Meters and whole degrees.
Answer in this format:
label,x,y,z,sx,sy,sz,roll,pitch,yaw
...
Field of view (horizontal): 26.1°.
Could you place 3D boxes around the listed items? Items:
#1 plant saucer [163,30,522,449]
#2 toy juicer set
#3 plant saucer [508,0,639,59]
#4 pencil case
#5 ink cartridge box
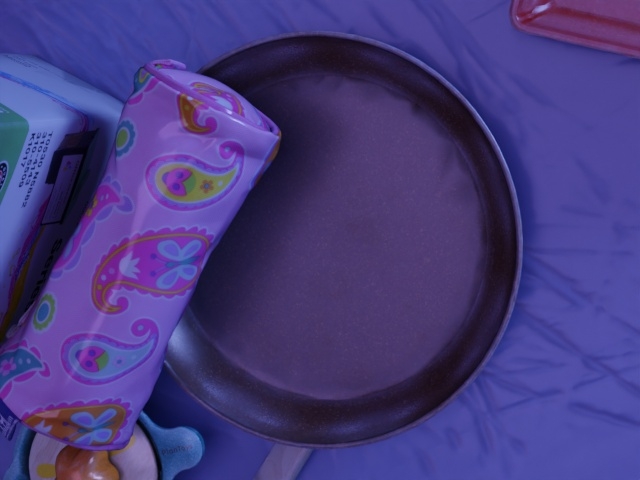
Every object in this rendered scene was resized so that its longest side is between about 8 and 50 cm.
label,x,y,z,sx,sy,sz,roll,pitch,yaw
plant saucer,0.000,0.000,1.039,0.311,0.050,0.310,2,95,17
toy juicer set,-0.182,0.216,1.090,0.329,0.089,0.209,13,98,14
plant saucer,0.284,-0.241,0.936,0.258,0.048,0.259,15,98,14
pencil case,-0.136,0.013,0.990,0.124,0.124,0.284,31,102,11
ink cartridge box,-0.258,-0.023,0.993,0.117,0.278,0.201,27,102,9
